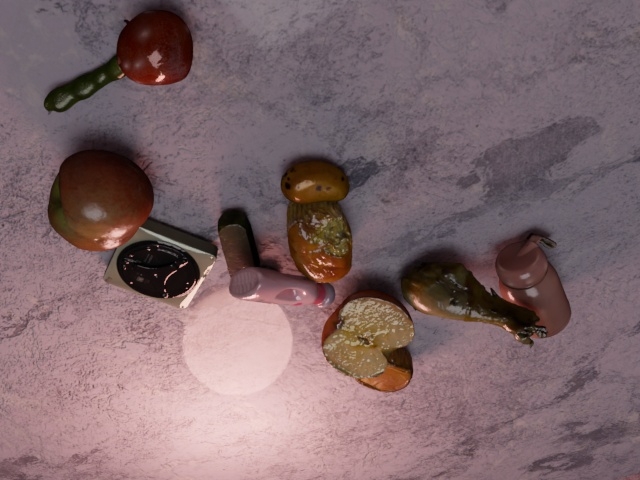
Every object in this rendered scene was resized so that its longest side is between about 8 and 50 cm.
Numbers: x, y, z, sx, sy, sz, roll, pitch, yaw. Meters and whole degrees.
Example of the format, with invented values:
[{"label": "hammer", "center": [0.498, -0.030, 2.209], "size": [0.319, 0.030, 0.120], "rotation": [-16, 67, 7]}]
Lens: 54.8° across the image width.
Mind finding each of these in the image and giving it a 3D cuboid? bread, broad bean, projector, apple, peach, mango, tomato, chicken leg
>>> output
[{"label": "bread", "center": [0.212, 0.420, 2.078], "size": [0.199, 0.104, 0.199], "rotation": [2, 134, 2]}, {"label": "broad bean", "center": [-0.518, -0.354, 1.387], "size": [0.256, 0.052, 0.053], "rotation": [-25, 168, 16]}, {"label": "projector", "center": [-0.457, 0.073, 1.753], "size": [0.259, 0.079, 0.257], "rotation": [23, 128, -19]}, {"label": "apple", "center": [0.136, 0.261, 1.891], "size": [0.251, 0.163, 0.293], "rotation": [32, 111, -15]}, {"label": "peach", "center": [-0.529, -0.098, 1.502], "size": [0.252, 0.252, 0.252], "rotation": [-1, 132, -1]}, {"label": "mango", "center": [-0.013, -0.147, 1.566], "size": [0.178, 0.090, 0.115], "rotation": [-3, 128, -6]}, {"label": "bread", "center": [0.000, 0.000, 1.674], "size": [0.179, 0.133, 0.250], "rotation": [-4, 131, 7]}, {"label": "tomato", "center": [-0.337, -0.395, 1.282], "size": [0.167, 0.167, 0.167], "rotation": [-1, 132, -1]}, {"label": "chicken leg", "center": [0.429, 0.181, 1.751], "size": [0.429, 0.152, 0.201], "rotation": [23, 111, 18]}]

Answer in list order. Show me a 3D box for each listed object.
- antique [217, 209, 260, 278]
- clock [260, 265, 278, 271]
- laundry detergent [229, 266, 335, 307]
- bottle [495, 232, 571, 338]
[{"label": "antique", "center": [-0.225, 0.014, 1.711], "size": [0.081, 0.080, 0.221], "rotation": [-6, 131, 2]}, {"label": "clock", "center": [-0.164, 0.108, 1.838], "size": [0.085, 0.017, 0.085], "rotation": [-1, 132, -2]}, {"label": "laundry detergent", "center": [-0.091, 0.137, 1.745], "size": [0.159, 0.088, 0.335], "rotation": [-15, 161, 41]}, {"label": "bottle", "center": [0.621, 0.125, 1.796], "size": [0.206, 0.173, 0.297], "rotation": [-41, 125, -8]}]
